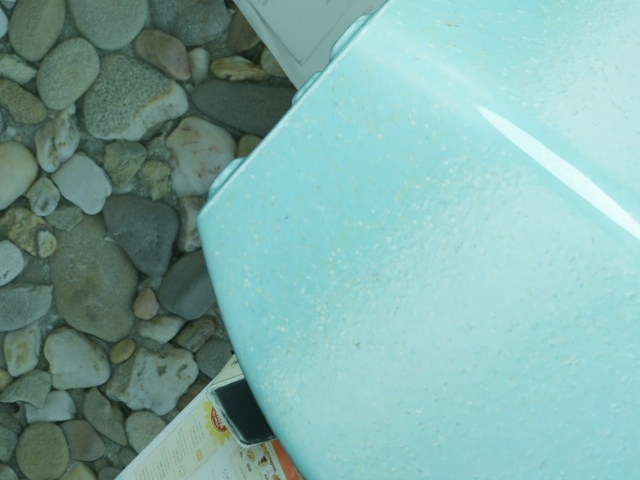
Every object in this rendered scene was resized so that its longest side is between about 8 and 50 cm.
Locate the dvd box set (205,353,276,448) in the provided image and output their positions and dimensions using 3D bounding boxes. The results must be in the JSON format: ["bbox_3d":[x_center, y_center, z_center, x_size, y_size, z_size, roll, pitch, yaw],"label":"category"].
[{"bbox_3d":[0.119,-0.007,1.298,0.307,0.062,0.420,-21,17,29],"label":"dvd box set"}]

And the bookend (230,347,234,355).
[{"bbox_3d":[0.024,0.140,1.409,0.157,0.156,0.072,20,58,38],"label":"bookend"}]

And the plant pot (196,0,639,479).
[{"bbox_3d":[0.093,0.001,0.775,0.248,0.252,0.247,-46,4,37],"label":"plant pot"}]

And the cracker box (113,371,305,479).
[{"bbox_3d":[-0.077,0.213,1.334,0.067,0.156,0.232,11,-44,-42],"label":"cracker box"}]

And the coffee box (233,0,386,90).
[{"bbox_3d":[0.131,-0.319,1.578,0.334,0.338,0.337,-34,-5,-32],"label":"coffee box"}]

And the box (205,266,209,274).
[{"bbox_3d":[0.000,0.000,1.297,0.179,0.043,0.105,-30,14,-5],"label":"box"}]
